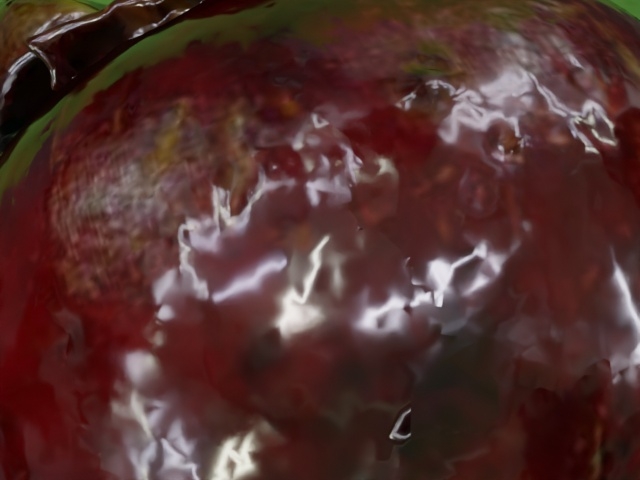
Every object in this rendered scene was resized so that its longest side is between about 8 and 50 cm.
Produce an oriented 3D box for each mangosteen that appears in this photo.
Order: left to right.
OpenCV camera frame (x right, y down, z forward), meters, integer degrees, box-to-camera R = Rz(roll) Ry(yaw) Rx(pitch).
[{"bbox_3d":[0.000,0.000,0.493,0.215,0.257,0.215,-15,153,-8],"label":"mangosteen"}]
